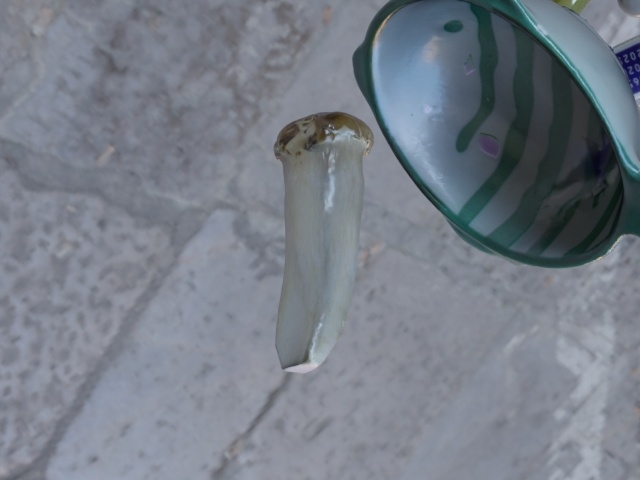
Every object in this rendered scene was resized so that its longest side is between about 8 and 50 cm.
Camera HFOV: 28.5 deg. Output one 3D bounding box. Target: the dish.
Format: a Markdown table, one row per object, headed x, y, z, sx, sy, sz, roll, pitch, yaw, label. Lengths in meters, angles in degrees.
| x | y | z | sx | sy | sz | roll | pitch | yaw | label |
| --- | --- | --- | --- | --- | --- | --- | --- | --- | --- |
| 0.133 | -0.075 | 0.754 | 0.078 | 0.246 | 0.224 | -39 | 143 | -27 | dish |

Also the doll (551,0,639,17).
| x | y | z | sx | sy | sz | roll | pitch | yaw | label |
| --- | --- | --- | --- | --- | --- | --- | --- | --- | --- |
| 0.220 | -0.231 | 1.067 | 0.062 | 0.163 | 0.106 | 32 | 65 | -68 | doll |

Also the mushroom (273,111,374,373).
| x | y | z | sx | sy | sz | roll | pitch | yaw | label |
| --- | --- | --- | --- | --- | --- | --- | --- | --- | --- |
| 0.000 | 0.000 | 0.946 | 0.071 | 0.084 | 0.209 | 22 | 62 | -38 | mushroom |

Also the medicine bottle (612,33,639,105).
| x | y | z | sx | sy | sz | roll | pitch | yaw | label |
| --- | --- | --- | --- | --- | --- | --- | --- | --- | --- |
| 0.289 | -0.152 | 0.933 | 0.201 | 0.052 | 0.171 | -24 | 178 | 31 | medicine bottle |
